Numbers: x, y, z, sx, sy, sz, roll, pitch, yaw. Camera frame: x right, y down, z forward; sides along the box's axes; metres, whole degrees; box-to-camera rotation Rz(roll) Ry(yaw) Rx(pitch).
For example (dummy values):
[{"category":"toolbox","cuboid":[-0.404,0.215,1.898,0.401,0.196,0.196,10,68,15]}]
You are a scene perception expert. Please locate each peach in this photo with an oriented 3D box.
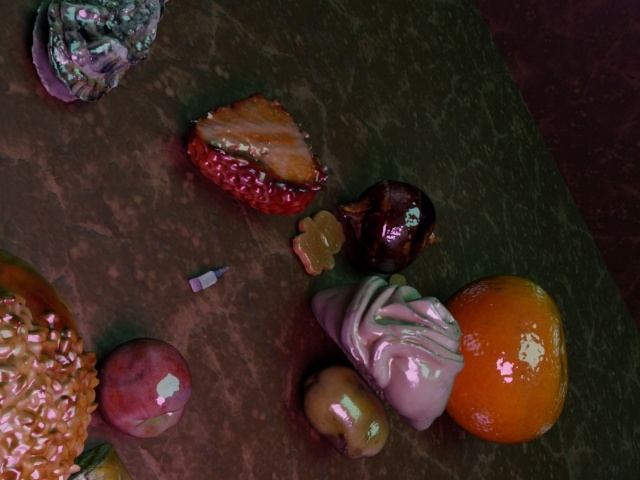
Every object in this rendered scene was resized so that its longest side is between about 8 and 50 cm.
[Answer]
[{"category":"peach","cuboid":[-0.266,0.217,1.129,0.152,0.152,0.152,25,57,-44]}]

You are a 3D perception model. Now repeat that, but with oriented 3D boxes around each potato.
[{"category":"potato","cuboid":[0.050,0.338,1.461,0.137,0.154,0.200,-44,104,-7]}]

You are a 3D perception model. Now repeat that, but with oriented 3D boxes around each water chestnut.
[{"category":"water chestnut","cuboid":[0.150,-0.038,1.724,0.238,0.224,0.224,5,65,-9]}]

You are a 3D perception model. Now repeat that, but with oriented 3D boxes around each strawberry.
[{"category":"strawberry","cuboid":[-0.129,-0.141,1.453,0.253,0.150,0.280,50,40,6]}]

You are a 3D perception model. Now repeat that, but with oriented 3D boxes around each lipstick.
[{"category":"lipstick","cuboid":[-0.201,0.066,1.365,0.107,0.025,0.025,-30,99,-60]}]

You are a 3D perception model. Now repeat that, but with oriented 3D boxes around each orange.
[{"category":"orange","cuboid":[0.441,0.292,1.834,0.424,0.326,0.424,-4,90,-67]}]

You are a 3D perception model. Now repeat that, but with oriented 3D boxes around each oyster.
[{"category":"oyster","cuboid":[-0.359,-0.377,1.267,0.351,0.158,0.162,-54,153,-33]}]

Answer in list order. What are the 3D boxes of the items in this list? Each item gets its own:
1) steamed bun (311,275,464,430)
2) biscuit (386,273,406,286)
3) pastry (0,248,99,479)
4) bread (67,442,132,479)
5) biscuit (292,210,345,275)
[{"category":"steamed bun","cuboid":[0.162,0.198,1.507,0.310,0.219,0.324,51,-1,-23]},{"category":"biscuit","cuboid":[0.202,0.148,1.844,0.102,0.019,0.130,-14,87,-52]},{"category":"pastry","cuboid":[-0.439,0.174,0.832,0.409,0.245,0.410,25,57,-46]},{"category":"bread","cuboid":[-0.311,0.349,1.037,0.156,0.110,0.103,-33,96,-53]},{"category":"biscuit","cuboid":[-0.005,-0.002,1.639,0.133,0.027,0.184,51,40,-25]}]
